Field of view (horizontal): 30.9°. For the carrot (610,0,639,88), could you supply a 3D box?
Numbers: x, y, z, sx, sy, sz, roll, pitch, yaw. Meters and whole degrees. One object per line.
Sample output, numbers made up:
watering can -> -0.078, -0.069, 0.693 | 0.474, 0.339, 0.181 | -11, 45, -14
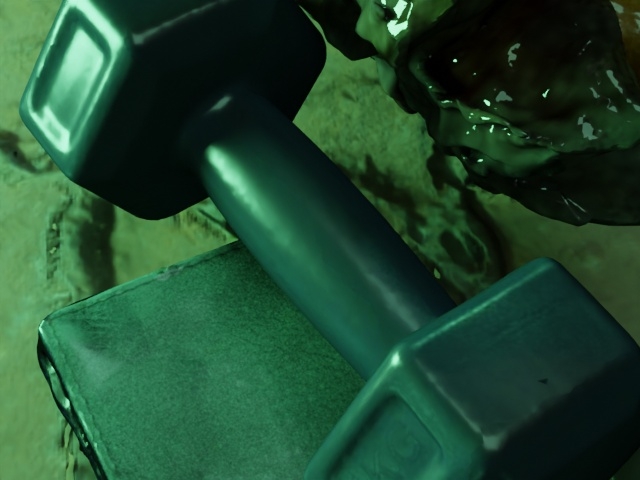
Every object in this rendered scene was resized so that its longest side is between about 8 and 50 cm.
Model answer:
carrot -> 0.178, -0.135, 0.746 | 0.205, 0.072, 0.072 | 16, 57, 9

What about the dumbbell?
dumbbell -> 0.000, 0.000, 0.536 | 0.144, 0.160, 0.325 | -43, 65, 2

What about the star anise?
star anise -> 0.061, -0.125, 0.611 | 0.117, 0.331, 0.332 | -37, 66, 7

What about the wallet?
wallet -> 0.016, 0.155, 0.546 | 0.190, 0.046, 0.379 | -19, 60, -21

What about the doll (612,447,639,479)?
doll -> 0.270, 0.124, 0.545 | 0.251, 0.221, 0.221 | -13, 58, 10
